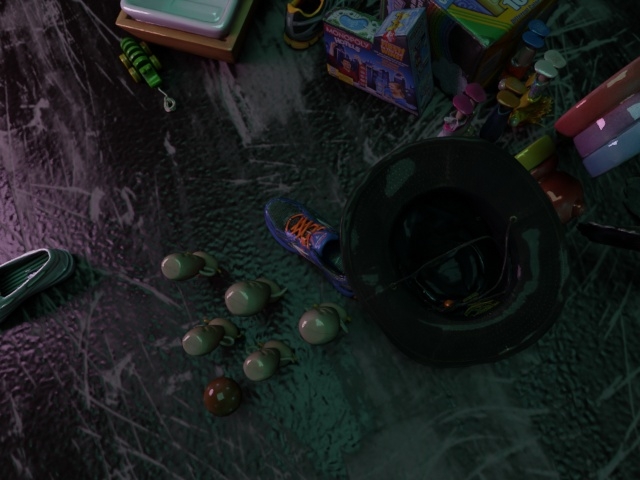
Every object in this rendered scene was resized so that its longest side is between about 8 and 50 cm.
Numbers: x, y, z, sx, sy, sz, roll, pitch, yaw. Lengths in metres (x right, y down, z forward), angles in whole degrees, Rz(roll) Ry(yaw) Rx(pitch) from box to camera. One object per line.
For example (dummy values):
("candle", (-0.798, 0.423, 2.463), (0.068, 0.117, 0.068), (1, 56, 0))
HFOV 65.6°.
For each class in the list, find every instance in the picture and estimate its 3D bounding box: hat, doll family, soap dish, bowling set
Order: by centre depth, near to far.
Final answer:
("bowling set", (-0.119, 0.142, 0.742), (0.287, 0.154, 0.199), (25, 95, 9))
("hat", (0.190, 0.015, 0.743), (0.332, 0.134, 0.331), (0, 91, 4))
("doll family", (0.291, -0.201, 0.787), (0.118, 0.163, 0.263), (43, 75, 14))
("soap dish", (-0.215, -0.481, 0.928), (0.229, 0.118, 0.290), (16, 75, 9))

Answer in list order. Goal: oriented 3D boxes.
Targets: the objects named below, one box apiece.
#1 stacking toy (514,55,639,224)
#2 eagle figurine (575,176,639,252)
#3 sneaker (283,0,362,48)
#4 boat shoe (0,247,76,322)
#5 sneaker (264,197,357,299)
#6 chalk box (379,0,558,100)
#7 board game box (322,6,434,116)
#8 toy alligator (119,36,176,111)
("stacking toy", (0.420, -0.145, 0.709), (0.280, 0.309, 0.130), (-33, 82, -17))
("eagle figurine", (0.543, 0.027, 0.691), (0.225, 0.226, 0.298), (-37, 79, 14))
("sneaker", (0.013, -0.453, 0.923), (0.084, 0.083, 0.215), (36, 78, 15))
("boat shoe", (-0.520, 0.073, 0.806), (0.226, 0.076, 0.083), (-35, 74, -6))
("sneaker", (0.000, 0.000, 0.785), (0.221, 0.087, 0.083), (37, 78, 13))
("chalk box", (0.221, -0.413, 0.846), (0.179, 0.180, 0.289), (-39, 76, -7))
("board game box", (0.103, -0.313, 0.816), (0.194, 0.194, 0.060), (29, 78, 11))
("toy alligator", (-0.326, -0.321, 0.923), (0.056, 0.051, 0.189), (-35, 74, -6))
